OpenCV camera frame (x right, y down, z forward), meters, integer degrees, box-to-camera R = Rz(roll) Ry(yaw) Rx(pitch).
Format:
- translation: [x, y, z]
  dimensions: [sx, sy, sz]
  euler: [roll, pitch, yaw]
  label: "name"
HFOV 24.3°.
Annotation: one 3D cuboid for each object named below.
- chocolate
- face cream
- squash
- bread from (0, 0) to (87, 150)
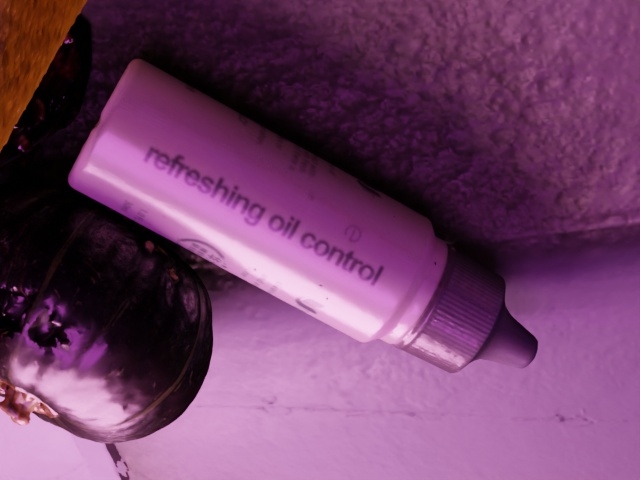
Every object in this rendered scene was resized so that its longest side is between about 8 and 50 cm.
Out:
- translation: [-0.223, -0.079, 0.886]
  dimensions: [0.156, 0.133, 0.156]
  euler: [5, 129, 7]
  label: "chocolate"
- translation: [0.000, 0.000, 0.922]
  dimensions: [0.311, 0.092, 0.092]
  euler: [29, 127, -11]
  label: "face cream"
- translation: [-0.162, 0.046, 0.951]
  dimensions: [0.193, 0.156, 0.193]
  euler: [5, 153, 2]
  label: "squash"
- translation: [-0.151, -0.215, 0.645]
  dimensions: [0.143, 0.333, 0.323]
  euler: [17, 125, -3]
  label: "bread"
